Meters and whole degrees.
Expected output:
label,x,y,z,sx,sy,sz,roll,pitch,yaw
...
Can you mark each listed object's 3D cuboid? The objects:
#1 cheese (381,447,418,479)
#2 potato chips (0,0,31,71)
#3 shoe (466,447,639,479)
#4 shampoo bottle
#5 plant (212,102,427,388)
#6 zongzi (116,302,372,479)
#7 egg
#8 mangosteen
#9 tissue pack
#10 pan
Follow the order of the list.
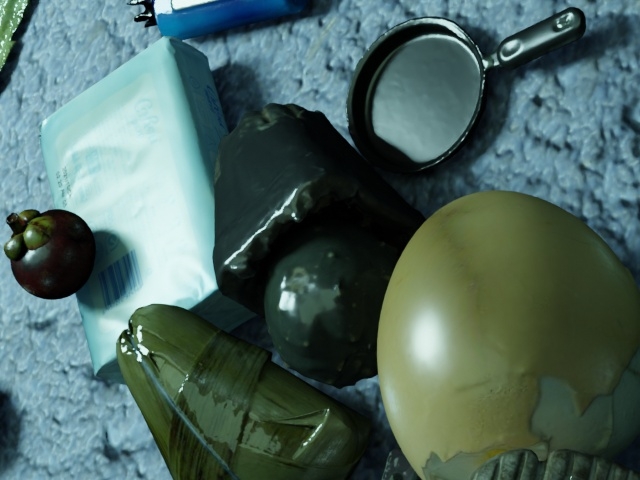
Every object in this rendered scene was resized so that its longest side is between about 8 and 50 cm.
label,x,y,z,sx,sy,sz,roll,pitch,yaw
cheese,0.041,0.257,1.477,0.097,0.037,0.192,13,84,37
potato chips,-0.338,-0.212,1.903,0.092,0.028,0.207,25,93,37
shoe,0.245,0.250,1.249,0.351,0.198,0.172,24,74,6
shampoo bottle,-0.094,-0.232,1.714,0.183,0.050,0.087,-9,75,35
plant,0.000,0.000,1.510,0.142,0.164,0.256,-40,48,19
zongzi,-0.101,0.193,1.535,0.221,0.112,0.242,32,101,18
egg,0.137,0.073,1.357,0.201,0.201,0.244,-31,52,26
mangosteen,-0.233,0.012,1.619,0.081,0.081,0.081,-11,70,34
tissue pack,-0.146,-0.025,1.670,0.177,0.089,0.263,-32,57,25
pan,0.121,-0.134,1.539,0.235,0.028,0.136,-21,66,34
